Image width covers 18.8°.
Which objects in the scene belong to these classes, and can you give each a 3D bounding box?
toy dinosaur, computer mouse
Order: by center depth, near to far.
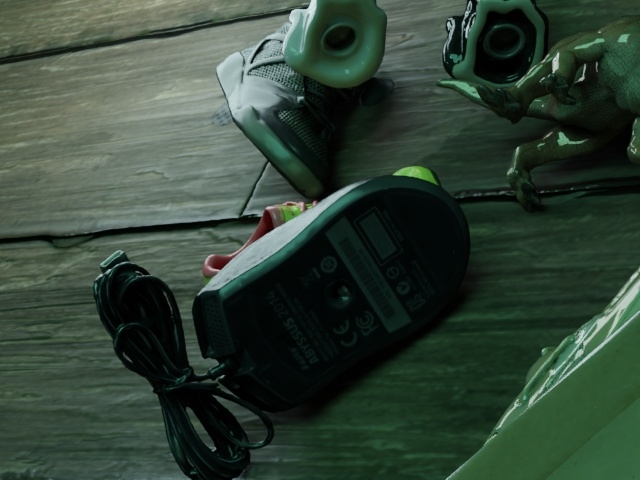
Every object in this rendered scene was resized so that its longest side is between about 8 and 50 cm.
[{"bbox_3d":[-0.019,0.040,1.429,0.272,0.188,0.072,-29,15,-6],"label":"computer mouse"},{"bbox_3d":[0.232,-0.130,1.442,0.295,0.127,0.200,-7,35,53],"label":"toy dinosaur"}]

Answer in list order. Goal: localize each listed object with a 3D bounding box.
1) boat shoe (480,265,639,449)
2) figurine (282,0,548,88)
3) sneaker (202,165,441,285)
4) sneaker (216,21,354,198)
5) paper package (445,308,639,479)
[{"bbox_3d":[0.171,0.100,1.226,0.098,0.109,0.302,17,65,48],"label":"boat shoe"},{"bbox_3d":[0.077,-0.210,1.642,0.215,0.092,0.209,2,31,-1],"label":"figurine"},{"bbox_3d":[0.000,0.000,1.497,0.208,0.094,0.081,-36,33,-3],"label":"sneaker"},{"bbox_3d":[-0.011,-0.127,1.664,0.130,0.087,0.227,-37,28,9],"label":"sneaker"},{"bbox_3d":[0.238,0.174,0.884,0.309,0.325,0.168,-41,35,-10],"label":"paper package"}]
